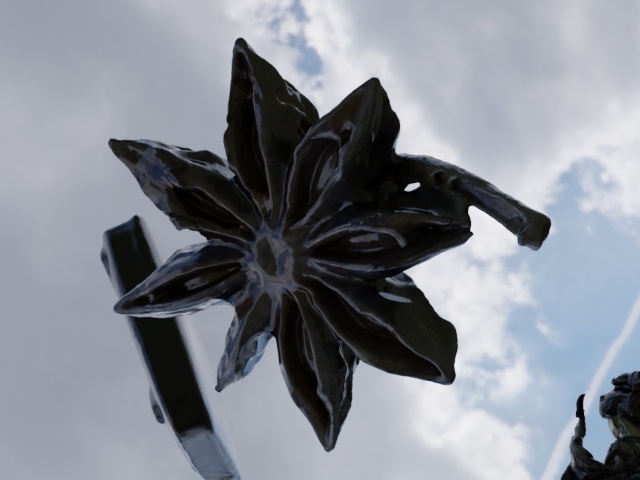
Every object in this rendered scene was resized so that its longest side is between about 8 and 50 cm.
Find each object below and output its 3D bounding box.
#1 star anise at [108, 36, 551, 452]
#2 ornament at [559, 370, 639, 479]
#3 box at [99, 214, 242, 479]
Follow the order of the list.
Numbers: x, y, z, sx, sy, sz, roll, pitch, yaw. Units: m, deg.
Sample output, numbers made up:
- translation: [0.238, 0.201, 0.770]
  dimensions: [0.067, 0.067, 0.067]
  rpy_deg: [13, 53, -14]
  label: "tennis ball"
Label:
- translation: [0.000, 0.001, 0.484]
  dimensions: [0.081, 0.262, 0.230]
  rpy_deg: [-13, -89, -61]
  label: "star anise"
- translation: [0.233, 0.199, 0.743]
  dimensions: [0.166, 0.153, 0.196]
  rpy_deg: [44, -135, -31]
  label: "ornament"
- translation: [-0.175, 0.145, 1.086]
  dimensions: [0.073, 0.290, 0.289]
  rpy_deg: [-21, -117, -8]
  label: "box"
